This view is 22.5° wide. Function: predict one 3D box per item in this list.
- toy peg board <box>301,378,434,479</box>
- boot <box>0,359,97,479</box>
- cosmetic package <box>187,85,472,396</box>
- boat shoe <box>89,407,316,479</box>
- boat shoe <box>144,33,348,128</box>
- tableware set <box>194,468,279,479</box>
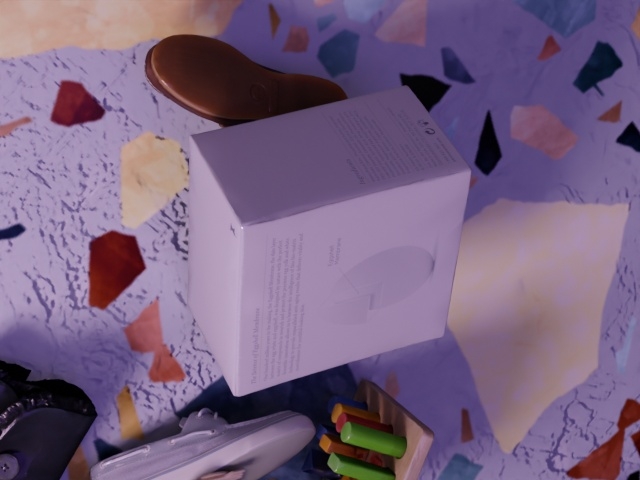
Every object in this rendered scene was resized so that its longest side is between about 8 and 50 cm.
[{"bbox_3d":[0.021,0.229,1.611,0.079,0.161,0.161,19,97,-25],"label":"toy peg board"},{"bbox_3d":[-0.259,0.242,1.504,0.246,0.094,0.207,30,94,-7],"label":"boot"},{"bbox_3d":[0.000,0.000,1.505,0.225,0.138,0.224,-15,137,-21],"label":"cosmetic package"},{"bbox_3d":[-0.119,0.206,1.584,0.228,0.081,0.079,-22,152,-12],"label":"boat shoe"},{"bbox_3d":[-0.076,-0.135,1.509,0.207,0.073,0.073,18,73,-28],"label":"boat shoe"},{"bbox_3d":[-0.103,0.277,1.595,0.141,0.020,0.168,3,135,-42],"label":"tableware set"}]
